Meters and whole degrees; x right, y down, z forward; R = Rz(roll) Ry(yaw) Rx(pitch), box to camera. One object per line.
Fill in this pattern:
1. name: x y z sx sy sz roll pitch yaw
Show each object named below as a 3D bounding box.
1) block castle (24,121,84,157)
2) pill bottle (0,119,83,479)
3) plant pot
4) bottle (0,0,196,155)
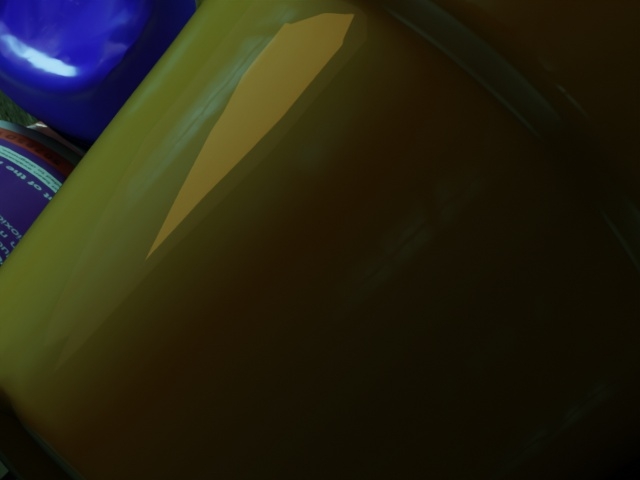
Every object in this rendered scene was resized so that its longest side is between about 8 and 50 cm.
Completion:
1. block castle: -0.060 -0.100 1.209 0.453 0.213 0.303 -29 10 -34
2. pill bottle: -0.192 0.063 0.675 0.181 0.181 0.323 -21 9 17
3. plant pot: 0.006 0.016 0.467 0.188 0.205 0.205 -42 15 -18
4. bottle: -0.060 -0.052 0.870 0.118 0.283 0.092 32 84 34
